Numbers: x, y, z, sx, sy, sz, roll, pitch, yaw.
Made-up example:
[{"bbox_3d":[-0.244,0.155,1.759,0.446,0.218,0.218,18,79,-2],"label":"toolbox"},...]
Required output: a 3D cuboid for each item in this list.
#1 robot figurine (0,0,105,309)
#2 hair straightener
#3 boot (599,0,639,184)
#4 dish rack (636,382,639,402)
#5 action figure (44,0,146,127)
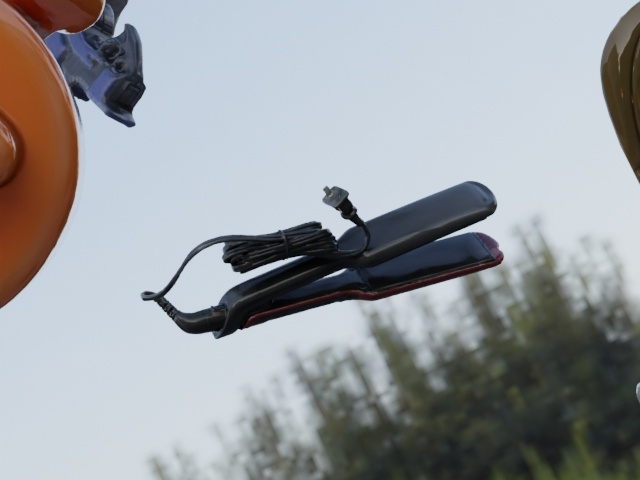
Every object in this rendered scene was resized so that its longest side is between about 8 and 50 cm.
[{"bbox_3d":[-0.143,-0.030,0.654,0.128,0.158,0.219,4,0,-7],"label":"robot figurine"},{"bbox_3d":[0.000,0.000,1.163,0.230,0.047,0.089,-13,-56,-8],"label":"hair straightener"},{"bbox_3d":[0.196,-0.017,0.736,0.077,0.213,0.165,-45,0,19],"label":"boot"},{"bbox_3d":[0.406,0.198,1.348,0.072,0.333,0.285,-51,30,-16],"label":"dish rack"},{"bbox_3d":[-0.142,-0.185,1.329,0.330,0.341,0.178,-40,-39,6],"label":"action figure"}]
